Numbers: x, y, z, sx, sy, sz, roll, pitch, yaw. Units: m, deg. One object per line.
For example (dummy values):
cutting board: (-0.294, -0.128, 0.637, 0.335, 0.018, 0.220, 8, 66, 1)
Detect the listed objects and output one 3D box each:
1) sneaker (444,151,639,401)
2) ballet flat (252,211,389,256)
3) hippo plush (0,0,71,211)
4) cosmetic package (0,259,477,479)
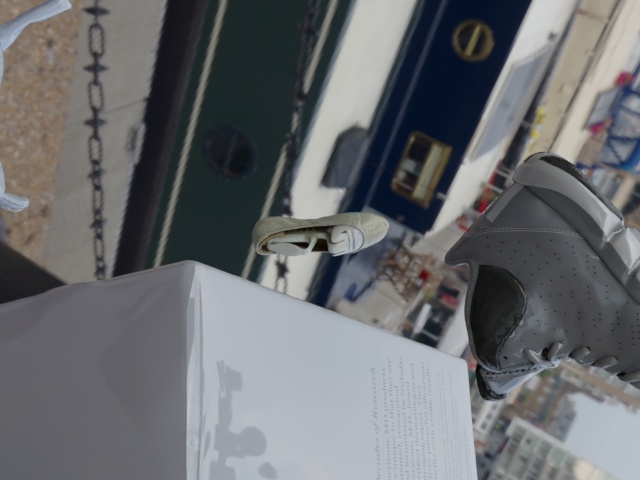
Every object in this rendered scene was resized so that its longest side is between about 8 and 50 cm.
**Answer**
sneaker: (0.163, 0.069, 0.510, 0.132, 0.228, 0.086, -44, 166, 10)
ballet flat: (0.000, 0.000, 1.066, 0.052, 0.168, 0.057, -86, 171, -51)
hippo plush: (-0.427, -0.114, 0.892, 0.236, 0.234, 0.294, 106, 4, -47)
cosmetic package: (-0.054, 0.160, 0.754, 0.453, 0.230, 0.161, 26, 57, -54)
